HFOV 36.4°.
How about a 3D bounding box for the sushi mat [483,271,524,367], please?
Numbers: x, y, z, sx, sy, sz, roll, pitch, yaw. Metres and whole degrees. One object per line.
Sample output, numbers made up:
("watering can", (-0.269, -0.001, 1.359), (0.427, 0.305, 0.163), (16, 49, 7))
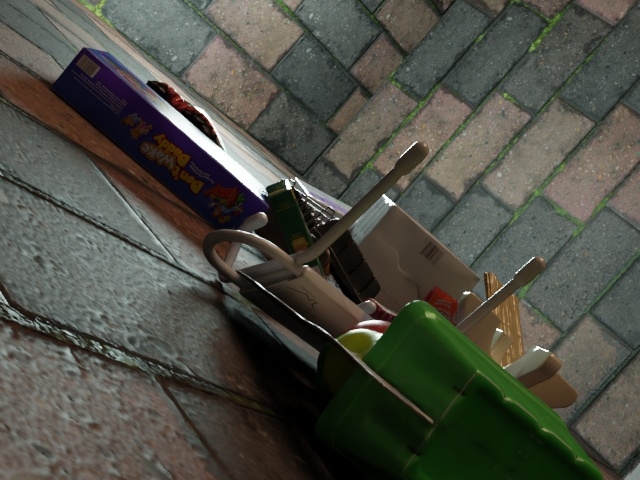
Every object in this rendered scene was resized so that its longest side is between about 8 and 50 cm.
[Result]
("sushi mat", (0.375, 0.230, 1.932), (0.151, 0.019, 0.317), (37, 44, -47))

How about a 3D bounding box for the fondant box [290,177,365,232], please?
("fondant box", (0.074, -0.017, 2.321), (0.330, 0.096, 0.238), (26, 8, -14))

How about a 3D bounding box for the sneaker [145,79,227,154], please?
("sneaker", (-0.231, -0.187, 1.754), (0.276, 0.098, 0.135), (43, 7, 40))

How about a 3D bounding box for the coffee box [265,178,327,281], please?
("coffee box", (-0.033, 0.001, 1.505), (0.113, 0.040, 0.184), (-113, -178, -79))

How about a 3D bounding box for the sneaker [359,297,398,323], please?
("sneaker", (0.133, 0.162, 1.710), (0.074, 0.063, 0.170), (30, 6, -39))

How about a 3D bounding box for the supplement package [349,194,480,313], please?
("supplement package", (0.179, 0.062, 2.151), (0.262, 0.204, 0.145), (40, 4, -15))

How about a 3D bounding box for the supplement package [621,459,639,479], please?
("supplement package", (0.664, 0.532, 1.819), (0.203, 0.194, 0.149), (39, 4, -20))

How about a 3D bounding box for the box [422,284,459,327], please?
("box", (0.292, 0.219, 1.991), (0.257, 0.128, 0.122), (40, -2, -43))

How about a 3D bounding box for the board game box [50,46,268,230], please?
("board game box", (-0.236, -0.152, 1.508), (0.347, 0.078, 0.233), (41, 4, -9))

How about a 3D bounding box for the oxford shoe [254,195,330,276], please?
("oxford shoe", (-0.064, 0.000, 1.697), (0.212, 0.076, 0.076), (45, -22, 30))

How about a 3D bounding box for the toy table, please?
("toy table", (0.276, 0.224, 1.549), (0.274, 0.161, 0.252), (44, -5, -23))

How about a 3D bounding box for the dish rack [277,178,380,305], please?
("dish rack", (0.000, 0.000, 1.839), (0.271, 0.074, 0.208), (40, -16, 51))

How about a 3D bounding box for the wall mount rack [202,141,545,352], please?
("wall mount rack", (0.056, 0.040, 1.086), (0.350, 0.131, 0.304), (39, -34, -27))

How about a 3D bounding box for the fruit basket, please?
("fruit basket", (0.083, 0.169, 0.951), (0.327, 0.165, 0.353), (40, -11, -27))
